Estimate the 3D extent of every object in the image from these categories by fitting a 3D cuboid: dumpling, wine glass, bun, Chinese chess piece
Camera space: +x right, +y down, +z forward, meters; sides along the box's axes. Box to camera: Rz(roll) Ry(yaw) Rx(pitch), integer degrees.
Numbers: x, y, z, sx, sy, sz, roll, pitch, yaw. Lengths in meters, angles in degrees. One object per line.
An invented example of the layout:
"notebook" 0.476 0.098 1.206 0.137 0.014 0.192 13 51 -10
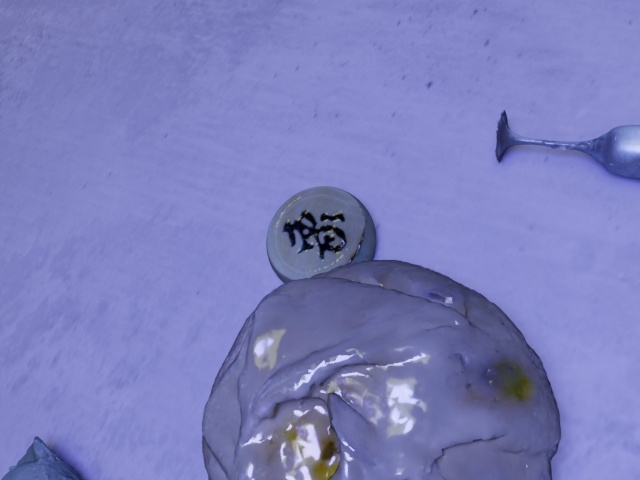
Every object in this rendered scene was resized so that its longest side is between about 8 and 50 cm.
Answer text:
"dumpling" -0.329 0.344 0.760 0.107 0.153 0.219 -3 42 -23
"wine glass" 0.335 -0.106 0.724 0.262 0.074 0.074 11 70 24
"bun" 0.042 0.173 0.618 0.364 0.219 0.366 -7 64 14
"Chinese chess piece" 0.000 0.000 0.808 0.143 0.058 0.144 -8 64 17
